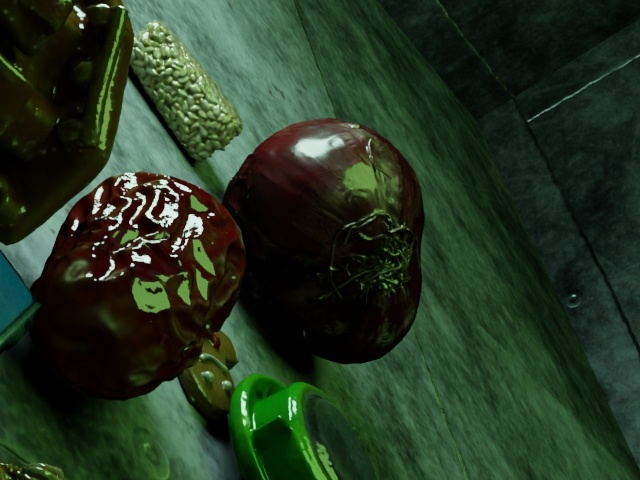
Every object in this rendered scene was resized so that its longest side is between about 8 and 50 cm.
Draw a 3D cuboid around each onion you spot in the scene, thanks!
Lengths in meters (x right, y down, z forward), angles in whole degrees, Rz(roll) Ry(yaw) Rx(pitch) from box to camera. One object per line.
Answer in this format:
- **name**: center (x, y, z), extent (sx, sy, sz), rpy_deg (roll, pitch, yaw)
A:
- **onion**: center (0.013, 0.003, 1.582), extent (0.221, 0.281, 0.281), rpy_deg (-29, 87, -32)

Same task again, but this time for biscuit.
- **biscuit**: center (-0.157, -0.171, 1.649), extent (0.168, 0.070, 0.082), rpy_deg (54, 7, -8)
- **biscuit**: center (-0.118, 0.078, 1.353), extent (0.138, 0.031, 0.205), rpy_deg (40, 25, -49)

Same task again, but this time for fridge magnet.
- **fridge magnet**: center (-0.011, 0.211, 1.310), extent (0.208, 0.088, 0.208), rpy_deg (54, 16, -23)

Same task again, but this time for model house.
- **model house**: center (-0.257, -0.150, 1.068), extent (0.219, 0.199, 0.229), rpy_deg (52, 7, 26)

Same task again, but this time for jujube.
- **jujube**: center (-0.146, 0.036, 1.132), extent (0.155, 0.155, 0.230), rpy_deg (55, 24, -13)

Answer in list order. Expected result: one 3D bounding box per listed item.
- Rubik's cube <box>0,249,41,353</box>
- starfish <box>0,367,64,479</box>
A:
- **Rubik's cube**: center (-0.267, 0.036, 0.672), extent (0.167, 0.180, 0.183), rpy_deg (55, 13, -8)
- **starfish**: center (-0.229, 0.095, 0.877), extent (0.190, 0.074, 0.146), rpy_deg (63, 14, 16)
